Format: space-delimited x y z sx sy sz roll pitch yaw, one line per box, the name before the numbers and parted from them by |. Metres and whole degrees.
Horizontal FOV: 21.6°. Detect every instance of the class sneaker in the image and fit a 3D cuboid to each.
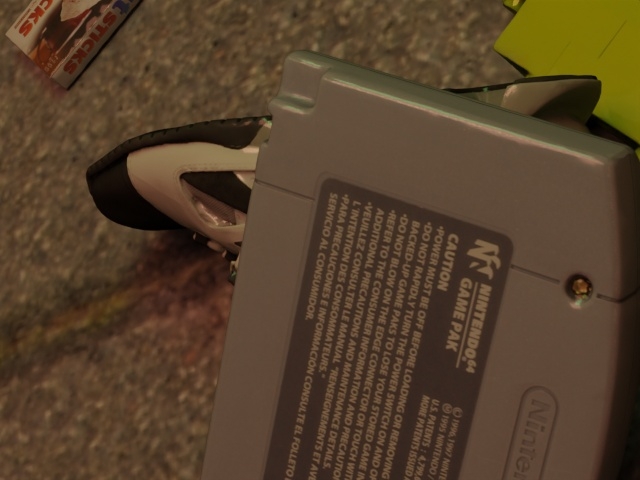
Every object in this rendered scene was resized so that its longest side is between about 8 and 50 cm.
sneaker | 0.000 0.000 0.897 0.331 0.122 0.146 -3 95 41

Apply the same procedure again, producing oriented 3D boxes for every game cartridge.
game cartridge | 0.046 0.076 0.798 0.198 0.062 0.297 18 110 19

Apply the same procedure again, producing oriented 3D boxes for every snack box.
snack box | -0.137 -0.189 1.130 0.178 0.022 0.064 -50 53 3

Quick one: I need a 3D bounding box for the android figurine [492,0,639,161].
android figurine | 0.205 -0.125 0.877 0.248 0.056 0.273 38 93 37
